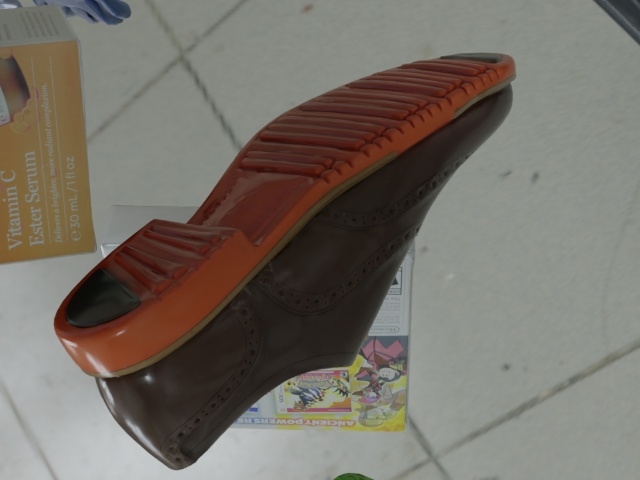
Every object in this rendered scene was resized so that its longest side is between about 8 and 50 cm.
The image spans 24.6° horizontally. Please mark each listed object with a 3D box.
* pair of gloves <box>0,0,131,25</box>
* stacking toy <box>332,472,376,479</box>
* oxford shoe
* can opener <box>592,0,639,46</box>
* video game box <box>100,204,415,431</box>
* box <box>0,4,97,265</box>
[{"bbox_3d":[-0.270,-0.226,1.286,0.198,0.159,0.023,11,82,16],"label":"pair of gloves"},{"bbox_3d":[0.049,0.193,0.443,0.221,0.052,0.167,40,124,16],"label":"stacking toy"},{"bbox_3d":[0.000,0.000,0.711,0.097,0.271,0.098,16,138,56],"label":"oxford shoe"},{"bbox_3d":[0.209,-0.059,0.719,0.283,0.095,0.076,45,162,2],"label":"can opener"},{"bbox_3d":[-0.038,0.057,1.014,0.205,0.048,0.187,2,132,2],"label":"video game box"},{"bbox_3d":[-0.221,-0.056,0.836,0.091,0.170,0.130,-128,32,-63],"label":"box"}]
